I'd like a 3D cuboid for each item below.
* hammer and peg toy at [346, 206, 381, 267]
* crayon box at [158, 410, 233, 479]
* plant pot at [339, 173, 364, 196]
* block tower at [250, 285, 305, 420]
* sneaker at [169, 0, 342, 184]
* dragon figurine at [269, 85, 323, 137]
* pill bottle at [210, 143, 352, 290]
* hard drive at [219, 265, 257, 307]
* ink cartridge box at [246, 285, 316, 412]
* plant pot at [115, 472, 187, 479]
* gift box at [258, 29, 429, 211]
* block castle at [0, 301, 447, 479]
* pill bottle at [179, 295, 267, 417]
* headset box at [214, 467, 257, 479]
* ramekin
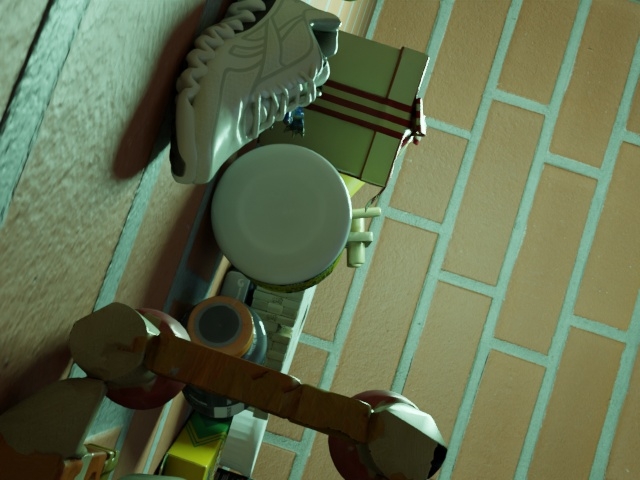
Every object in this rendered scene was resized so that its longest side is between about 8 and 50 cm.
[{"bbox_3d":[0.000,0.000,1.864,0.361,0.266,0.127,97,-8,-86],"label":"hammer and peg toy"},{"bbox_3d":[-0.253,0.457,1.506,0.318,0.081,0.202,-60,169,-79],"label":"crayon box"},{"bbox_3d":[0.045,-0.215,1.721,0.239,0.254,0.254,-58,179,4],"label":"plant pot"},{"bbox_3d":[-0.093,0.158,1.497,0.091,0.097,0.335,-60,165,-82],"label":"block tower"},{"bbox_3d":[-0.059,-0.157,0.769,0.110,0.118,0.292,109,2,-48],"label":"sneaker"},{"bbox_3d":[-0.035,-0.243,1.105,0.144,0.085,0.289,106,4,-60],"label":"dragon figurine"},{"bbox_3d":[-0.052,-0.018,1.192,0.334,0.188,0.188,90,18,-83],"label":"pill bottle"},{"bbox_3d":[-0.167,0.151,1.504,0.172,0.054,0.254,-68,175,-72],"label":"hard drive"},{"bbox_3d":[-0.079,0.185,1.686,0.261,0.066,0.296,-52,160,-79],"label":"ink cartridge box"},{"bbox_3d":[-0.104,0.436,0.918,0.323,0.280,0.323,-4,90,-76],"label":"plant pot"},{"bbox_3d":[0.051,-0.207,1.395,0.255,0.258,0.276,-59,166,-81],"label":"gift box"},{"bbox_3d":[-0.112,0.292,0.588,0.213,0.303,0.453,105,5,-77],"label":"block castle"},{"bbox_3d":[-0.143,0.163,1.145,0.245,0.130,0.130,103,5,-64],"label":"pill bottle"},{"bbox_3d":[-0.208,0.708,1.990,0.218,0.293,0.110,-71,178,-48],"label":"headset box"},{"bbox_3d":[-0.203,0.452,2.048,0.277,0.135,0.277,17,90,-90],"label":"ramekin"}]
